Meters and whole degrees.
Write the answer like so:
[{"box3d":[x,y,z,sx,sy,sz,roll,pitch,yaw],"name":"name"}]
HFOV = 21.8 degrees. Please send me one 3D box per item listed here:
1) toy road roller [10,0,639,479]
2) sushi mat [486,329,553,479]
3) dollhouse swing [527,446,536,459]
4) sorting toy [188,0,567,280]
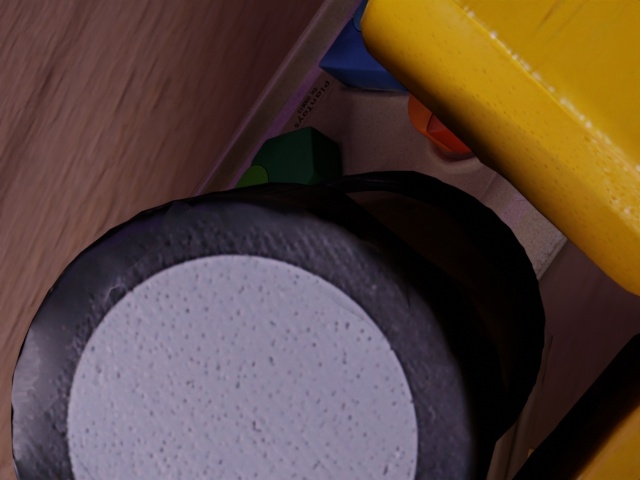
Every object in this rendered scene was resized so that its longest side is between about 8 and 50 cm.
[{"box3d":[0.116,0.009,0.388,0.329,0.240,0.202,-50,-6,10],"name":"toy road roller"},{"box3d":[-0.031,0.134,0.481,0.151,0.019,0.316,6,46,15],"name":"sushi mat"},{"box3d":[-0.074,0.207,0.470,0.305,0.315,0.347,-50,33,31],"name":"dollhouse swing"},{"box3d":[0.000,0.000,0.731,0.307,0.041,0.229,-55,34,4],"name":"sorting toy"}]
